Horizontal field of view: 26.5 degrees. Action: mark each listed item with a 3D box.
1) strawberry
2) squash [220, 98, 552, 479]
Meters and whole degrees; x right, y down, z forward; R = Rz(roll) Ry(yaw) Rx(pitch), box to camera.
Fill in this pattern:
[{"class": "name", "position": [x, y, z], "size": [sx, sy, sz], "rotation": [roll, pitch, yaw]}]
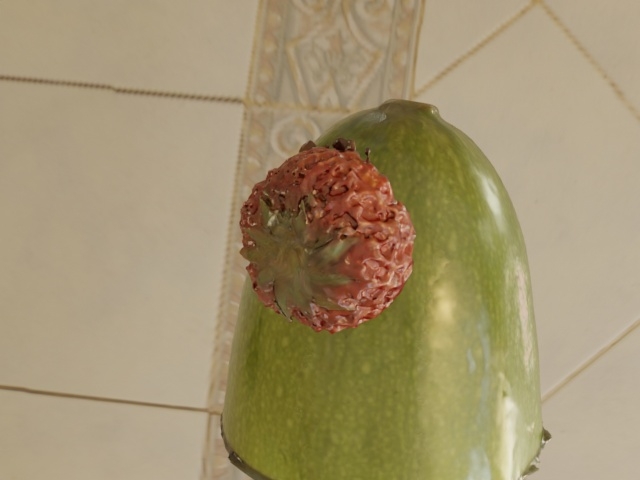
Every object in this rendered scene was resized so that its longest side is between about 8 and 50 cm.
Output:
[{"class": "strawberry", "position": [0.000, 0.000, 1.017], "size": [0.145, 0.086, 0.145], "rotation": [17, 118, 37]}, {"class": "squash", "position": [0.061, 0.039, 1.205], "size": [0.310, 0.310, 0.309], "rotation": [3, 113, 5]}]
